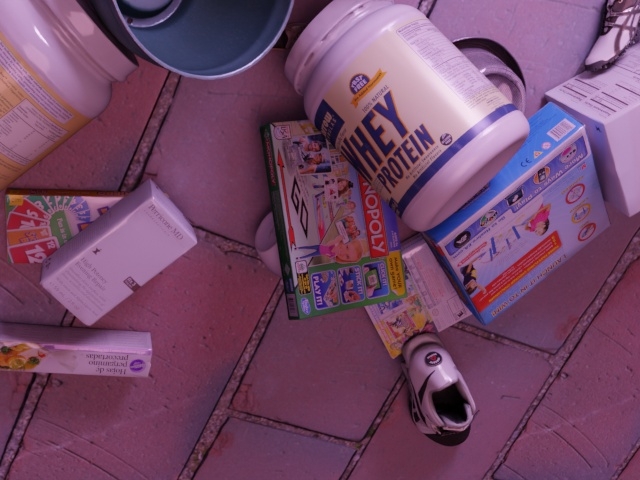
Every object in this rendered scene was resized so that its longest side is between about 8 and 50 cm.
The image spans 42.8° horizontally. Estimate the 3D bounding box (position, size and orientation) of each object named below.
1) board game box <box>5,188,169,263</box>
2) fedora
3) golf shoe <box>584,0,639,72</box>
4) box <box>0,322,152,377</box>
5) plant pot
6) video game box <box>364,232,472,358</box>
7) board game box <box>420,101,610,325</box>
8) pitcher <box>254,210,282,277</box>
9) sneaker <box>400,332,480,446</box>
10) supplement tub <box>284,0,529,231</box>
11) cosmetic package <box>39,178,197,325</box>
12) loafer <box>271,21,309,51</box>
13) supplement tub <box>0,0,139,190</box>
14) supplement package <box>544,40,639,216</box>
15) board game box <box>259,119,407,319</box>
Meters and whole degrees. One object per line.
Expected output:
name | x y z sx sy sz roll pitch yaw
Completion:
board game box | -0.385 -0.022 1.360 0.259 0.039 0.124 -1 115 -18
fedora | 0.252 -0.206 1.397 0.244 0.124 0.275 29 104 -25
golf shoe | 0.518 -0.387 1.425 0.094 0.077 0.198 39 96 -13
box | -0.460 0.190 1.418 0.324 0.067 0.063 6 113 -19
plant pot | -0.205 -0.377 1.122 0.293 0.196 0.293 -14 112 -38
video game box | 0.174 0.102 1.564 0.187 0.048 0.205 -30 119 -3
board game box | 0.343 -0.035 1.430 0.308 0.086 0.302 -39 139 -1
pitcher | 0.000 0.000 1.439 0.207 0.125 0.177 28 82 -34
sneaker | 0.249 0.342 1.628 0.122 0.146 0.330 -29 132 -3
supplement tub | 0.124 -0.201 1.232 0.235 0.235 0.325 -43 79 7
cosmetic package | -0.328 0.020 1.329 0.231 0.085 0.117 -38 120 5
loafer | -0.064 -0.320 1.303 0.125 0.039 0.045 -10 116 -11
supplement tub | -0.446 -0.222 1.130 0.331 0.241 0.241 -37 118 3
supplement package | 0.581 -0.216 1.442 0.263 0.198 0.199 -29 120 -1
board game box | 0.025 -0.043 1.353 0.214 0.046 0.317 -9 91 -28
